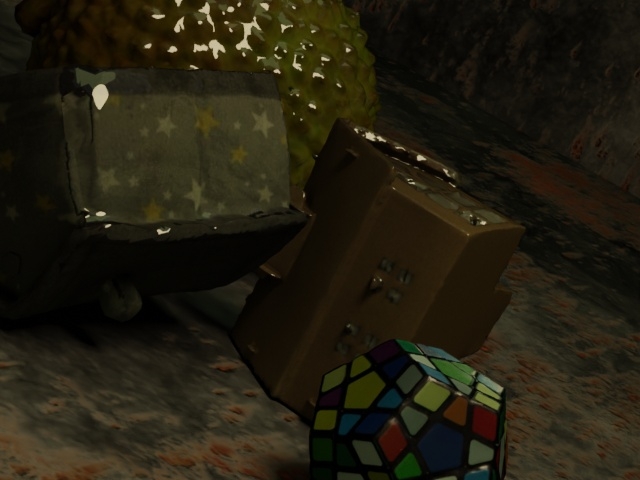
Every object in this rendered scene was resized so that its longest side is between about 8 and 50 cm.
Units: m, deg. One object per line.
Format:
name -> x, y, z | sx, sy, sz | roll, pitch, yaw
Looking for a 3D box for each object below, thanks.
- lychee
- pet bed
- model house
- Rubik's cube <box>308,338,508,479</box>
lychee -> -0.107, -0.139, 1.410 | 0.320, 0.270, 0.270 | 16, 9, 21
pet bed -> -0.131, -0.027, 1.149 | 0.183, 0.159, 0.211 | -5, -1, 40
model house -> 0.000, 0.000, 1.256 | 0.248, 0.181, 0.176 | 34, 14, 22
Rubik's cube -> 0.053, 0.123, 1.042 | 0.133, 0.133, 0.112 | 24, -13, -10
